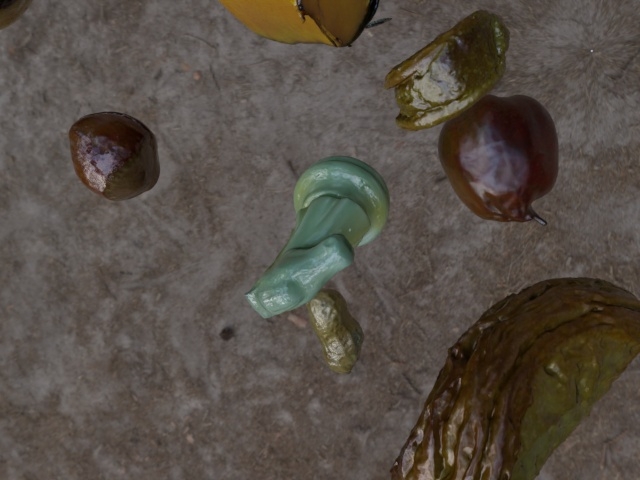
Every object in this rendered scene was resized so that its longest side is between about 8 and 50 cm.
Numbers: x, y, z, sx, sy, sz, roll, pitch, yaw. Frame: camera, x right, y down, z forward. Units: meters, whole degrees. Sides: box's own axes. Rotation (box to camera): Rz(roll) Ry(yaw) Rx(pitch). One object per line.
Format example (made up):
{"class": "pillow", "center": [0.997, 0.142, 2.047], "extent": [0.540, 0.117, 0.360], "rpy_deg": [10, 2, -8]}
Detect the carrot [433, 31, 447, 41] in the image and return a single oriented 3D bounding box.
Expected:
{"class": "carrot", "center": [0.249, -0.375, 1.236], "extent": [0.059, 0.248, 0.059], "rpy_deg": [2, 110, 6]}

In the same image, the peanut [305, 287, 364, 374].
{"class": "peanut", "center": [0.030, 0.179, 1.272], "extent": [0.099, 0.099, 0.214], "rpy_deg": [-11, 121, 26]}

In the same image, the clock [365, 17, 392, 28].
{"class": "clock", "center": [0.125, -0.497, 1.452], "extent": [0.083, 0.074, 0.010], "rpy_deg": [-12, 102, 16]}

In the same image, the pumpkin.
{"class": "pumpkin", "center": [-0.032, -0.452, 0.957], "extent": [0.225, 0.256, 0.303], "rpy_deg": [20, 113, 33]}

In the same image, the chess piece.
{"class": "chess piece", "center": [0.000, 0.000, 1.011], "extent": [0.175, 0.298, 0.176], "rpy_deg": [12, 129, 15]}

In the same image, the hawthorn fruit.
{"class": "hawthorn fruit", "center": [0.329, -0.133, 1.117], "extent": [0.208, 0.208, 0.248], "rpy_deg": [-32, 69, 28]}

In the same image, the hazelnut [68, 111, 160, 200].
{"class": "hazelnut", "center": [-0.331, -0.134, 1.011], "extent": [0.143, 0.154, 0.143], "rpy_deg": [-1, 76, 3]}

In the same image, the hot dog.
{"class": "hot dog", "center": [0.152, 0.116, 0.499], "extent": [0.114, 0.259, 0.175], "rpy_deg": [40, 149, 22]}

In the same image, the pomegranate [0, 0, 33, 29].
{"class": "pomegranate", "center": [-0.645, -0.510, 1.096], "extent": [0.322, 0.322, 0.322], "rpy_deg": [7, 108, 21]}

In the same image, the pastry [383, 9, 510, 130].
{"class": "pastry", "center": [0.098, -0.133, 0.497], "extent": [0.109, 0.097, 0.057], "rpy_deg": [-27, 106, 29]}
